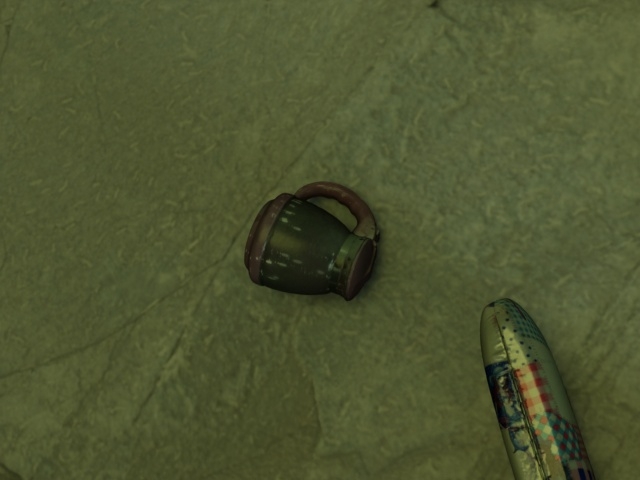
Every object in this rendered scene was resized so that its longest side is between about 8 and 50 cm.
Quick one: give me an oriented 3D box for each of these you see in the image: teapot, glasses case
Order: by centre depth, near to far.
[{"bbox_3d":[0.239,0.218,1.367,0.076,0.125,0.327,-21,71,14],"label":"glasses case"},{"bbox_3d":[-0.003,0.009,1.537,0.146,0.148,0.116,20,121,13],"label":"teapot"}]
